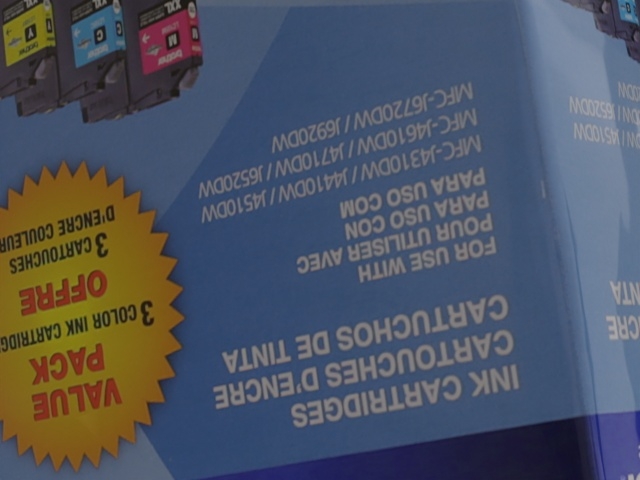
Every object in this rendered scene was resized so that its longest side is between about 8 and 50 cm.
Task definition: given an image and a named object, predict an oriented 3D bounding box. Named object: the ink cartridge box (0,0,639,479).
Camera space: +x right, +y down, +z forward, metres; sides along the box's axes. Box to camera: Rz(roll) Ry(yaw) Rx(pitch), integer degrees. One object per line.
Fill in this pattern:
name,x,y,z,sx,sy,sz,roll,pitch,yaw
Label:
ink cartridge box,0.000,0.000,0.634,0.151,0.270,0.396,3,75,-55
